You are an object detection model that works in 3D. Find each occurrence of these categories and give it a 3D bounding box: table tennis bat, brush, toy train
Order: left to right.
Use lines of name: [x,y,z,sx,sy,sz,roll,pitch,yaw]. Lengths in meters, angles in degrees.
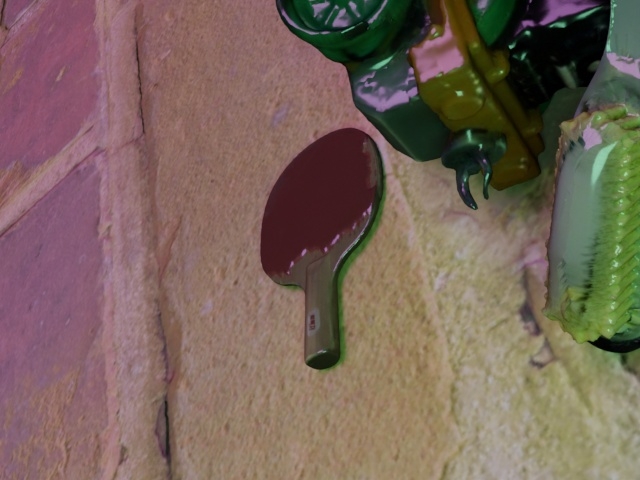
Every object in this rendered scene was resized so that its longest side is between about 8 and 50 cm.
table tennis bat: [0.000,0.000,0.800,0.131,0.022,0.234,-31,41,28]
toy train: [0.107,-0.228,0.680,0.249,0.178,0.429,-19,64,19]
brush: [0.147,-0.067,0.505,0.068,0.060,0.296,19,119,40]
